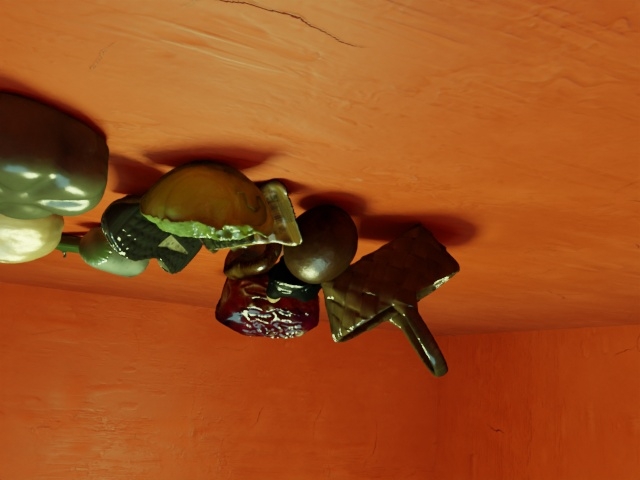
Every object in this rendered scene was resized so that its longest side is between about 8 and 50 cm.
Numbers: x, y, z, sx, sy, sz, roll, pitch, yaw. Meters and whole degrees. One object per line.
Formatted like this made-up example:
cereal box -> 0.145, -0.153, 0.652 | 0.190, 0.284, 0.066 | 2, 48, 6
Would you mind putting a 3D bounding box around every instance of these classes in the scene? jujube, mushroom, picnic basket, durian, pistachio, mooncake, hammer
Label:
jujube -> -0.190, 0.224, 2.031 | 0.376, 0.258, 0.258 | -2, 166, 0
mushroom -> -0.219, -0.007, 1.348 | 0.217, 0.148, 0.227 | 32, 145, -25
picnic basket -> 0.193, 0.172, 1.304 | 0.337, 0.337, 0.293 | 3, 167, 6
durian -> -0.194, -0.067, 0.996 | 0.250, 0.139, 0.101 | 3, 173, 12
pistachio -> -0.641, -0.060, 1.086 | 0.187, 0.187, 0.299 | -9, 157, 45
mooncake -> -0.469, -0.120, 0.894 | 0.275, 0.135, 0.275 | 1, 165, 0
hammer -> -0.668, 0.024, 1.637 | 0.335, 0.119, 0.206 | 6, 166, 25

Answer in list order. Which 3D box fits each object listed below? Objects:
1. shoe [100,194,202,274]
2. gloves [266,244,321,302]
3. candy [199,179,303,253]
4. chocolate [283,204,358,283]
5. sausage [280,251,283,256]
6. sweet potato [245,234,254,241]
shoe -> -0.373, -0.044, 1.180 | 0.171, 0.132, 0.336 | 39, 175, 16
gloves -> -0.063, 0.082, 1.437 | 0.152, 0.197, 0.301 | 45, 174, -12
candy -> -0.151, -0.039, 1.150 | 0.271, 0.101, 0.143 | -9, 118, 37
chocolate -> 0.000, 0.000, 1.174 | 0.176, 0.177, 0.177 | 5, 166, 1
sausage -> -0.038, 0.026, 1.553 | 0.223, 0.029, 0.029 | -6, 162, 40
sweet potato -> -0.203, -0.067, 1.083 | 0.249, 0.069, 0.059 | 28, 157, 31
